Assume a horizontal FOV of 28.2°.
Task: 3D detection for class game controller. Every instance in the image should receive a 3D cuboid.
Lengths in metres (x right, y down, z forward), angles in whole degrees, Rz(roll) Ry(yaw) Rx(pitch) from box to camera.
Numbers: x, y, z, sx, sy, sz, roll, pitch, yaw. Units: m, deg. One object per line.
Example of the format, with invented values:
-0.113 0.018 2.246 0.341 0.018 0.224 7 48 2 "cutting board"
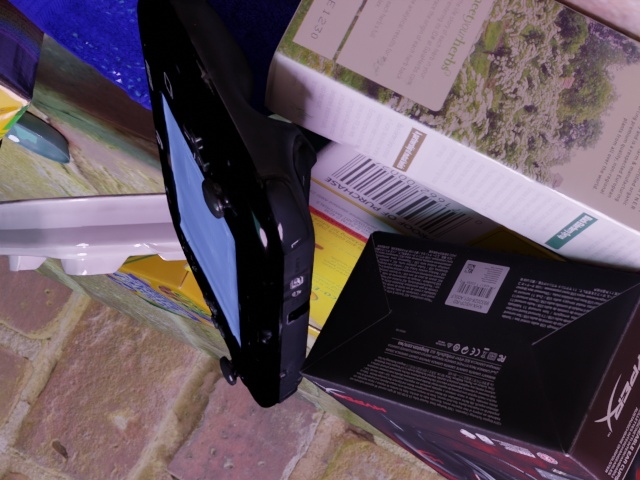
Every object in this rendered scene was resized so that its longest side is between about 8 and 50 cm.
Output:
-0.058 -0.012 0.760 0.166 0.067 0.319 53 163 19 "game controller"

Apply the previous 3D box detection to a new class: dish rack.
-0.170 -0.010 1.196 0.285 0.072 0.333 -2 -179 -27 "dish rack"

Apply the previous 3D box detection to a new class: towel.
-0.143 -0.168 0.798 0.308 0.076 0.227 32 168 -22 "towel"

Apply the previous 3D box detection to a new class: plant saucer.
-0.341 -0.129 1.490 0.119 0.021 0.119 26 168 6 "plant saucer"

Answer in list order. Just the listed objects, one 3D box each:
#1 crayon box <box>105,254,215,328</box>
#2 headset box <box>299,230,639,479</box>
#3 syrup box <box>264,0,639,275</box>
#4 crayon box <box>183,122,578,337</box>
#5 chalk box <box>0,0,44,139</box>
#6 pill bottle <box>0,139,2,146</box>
-0.183 0.050 1.753 0.323 0.083 0.203 14 163 43 "crayon box"
0.166 0.123 0.799 0.218 0.110 0.293 11 157 49 "headset box"
0.098 -0.069 0.664 0.237 0.093 0.096 26 167 0 "syrup box"
0.047 -0.005 0.909 0.202 0.081 0.318 30 153 -15 "crayon box"
-0.283 -0.154 0.911 0.132 0.213 0.132 32 122 -28 "chalk box"
-0.404 -0.130 1.188 0.204 0.204 0.361 28 168 -4 "pill bottle"
